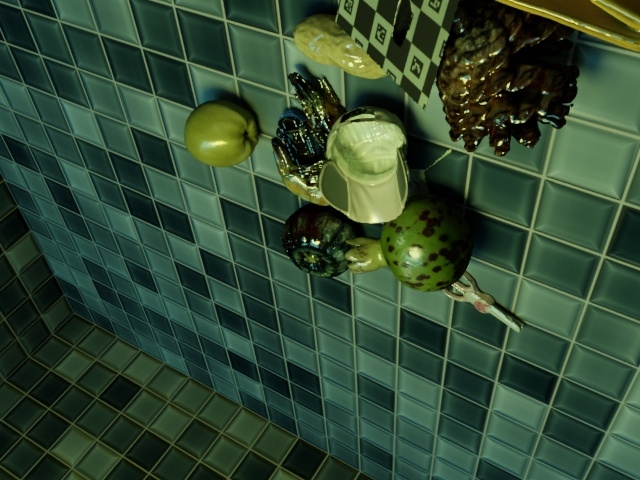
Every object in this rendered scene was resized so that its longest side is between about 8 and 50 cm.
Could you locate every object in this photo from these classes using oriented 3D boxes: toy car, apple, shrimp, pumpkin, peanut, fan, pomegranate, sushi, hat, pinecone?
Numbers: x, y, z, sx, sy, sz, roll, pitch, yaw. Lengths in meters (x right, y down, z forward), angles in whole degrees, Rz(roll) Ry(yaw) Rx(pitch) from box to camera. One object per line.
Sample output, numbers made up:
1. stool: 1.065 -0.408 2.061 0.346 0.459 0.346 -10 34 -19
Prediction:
1. toy car: -0.042 -0.242 1.832 0.103 0.063 0.216 -1 120 39
2. apple: -0.270 -0.290 1.892 0.200 0.200 0.200 25 144 20
3. shrimp: -0.026 -0.239 1.745 0.233 0.071 0.365 -21 118 18
4. pumpkin: 0.000 0.000 1.982 0.233 0.163 0.233 20 145 14
5. peanut: 0.050 -0.418 1.488 0.257 0.123 0.123 21 142 23
6. fan: 0.233 -0.150 1.724 0.182 0.010 0.310 42 147 -3
7. pomegranate: 0.215 0.000 1.695 0.306 0.242 0.242 11 141 6
8. sushi: 0.164 -0.477 1.246 0.343 0.064 0.359 55 145 37
9. hat: 0.121 -0.175 1.628 0.232 0.161 0.275 -7 97 33
10. pinecone: 0.329 -0.296 1.242 0.298 0.242 0.295 -114 3 -60

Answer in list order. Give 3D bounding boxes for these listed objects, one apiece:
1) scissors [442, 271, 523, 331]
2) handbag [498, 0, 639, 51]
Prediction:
1. scissors: 0.437 0.168 1.880 0.242 0.030 0.118 35 147 10
2. handbag: 0.381 -0.430 0.912 0.283 0.401 0.133 21 147 24
